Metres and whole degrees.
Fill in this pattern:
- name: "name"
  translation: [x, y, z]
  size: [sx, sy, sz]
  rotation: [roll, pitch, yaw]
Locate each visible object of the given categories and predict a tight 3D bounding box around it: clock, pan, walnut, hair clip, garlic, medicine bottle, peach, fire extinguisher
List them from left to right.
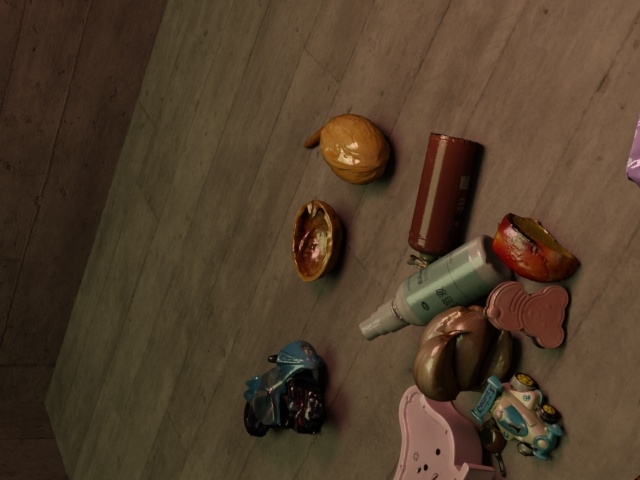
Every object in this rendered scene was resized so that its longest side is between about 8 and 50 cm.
- name: "walnut"
  translation: [0.001, 0.002, 2.339]
  size: [0.167, 0.087, 0.211]
  rotation: [17, 102, 49]
- name: "walnut"
  translation: [0.083, -0.218, 2.194]
  size: [0.207, 0.159, 0.159]
  rotation: [45, 122, 50]
- name: "clock"
  translation: [0.218, 0.470, 1.921]
  size: [0.290, 0.080, 0.275]
  rotation: [-59, 32, 29]
- name: "medicine bottle"
  translation: [0.223, 0.115, 1.897]
  size: [0.351, 0.110, 0.110]
  rotation: [-33, 57, 31]
- name: "fire extinguisher"
  translation: [0.269, -0.052, 1.950]
  size: [0.147, 0.106, 0.337]
  rotation: [15, 100, 31]
- name: "garlic"
  translation: [0.266, 0.217, 1.811]
  size: [0.160, 0.214, 0.191]
  rotation: [-144, 54, -63]
- name: "pan"
  translation: [0.344, 0.413, 1.827]
  size: [0.068, 0.023, 0.115]
  rotation: [-40, 53, 46]
- name: "hair clip"
  translation: [0.385, 0.132, 1.709]
  size: [0.102, 0.138, 0.123]
  rotation: [12, 89, 51]
- name: "peach"
  translation: [0.399, 0.025, 1.741]
  size: [0.172, 0.127, 0.092]
  rotation: [42, 114, 21]

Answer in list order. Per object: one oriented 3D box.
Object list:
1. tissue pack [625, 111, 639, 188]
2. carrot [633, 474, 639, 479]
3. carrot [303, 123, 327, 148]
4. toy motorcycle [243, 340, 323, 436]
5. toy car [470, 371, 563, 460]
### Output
- name: "tissue pack"
  translation: [0.635, -0.095, 1.271]
  size: [0.338, 0.242, 0.160]
  rotation: [30, 113, 54]
- name: "carrot"
  translation: [0.519, 0.467, 1.528]
  size: [0.069, 0.068, 0.229]
  rotation: [52, 129, 46]
- name: "carrot"
  translation: [0.008, -0.279, 2.420]
  size: [0.190, 0.037, 0.037]
  rotation: [-24, 66, 57]
- name: "toy motorcycle"
  translation: [-0.095, 0.390, 2.385]
  size: [0.416, 0.172, 0.232]
  rotation: [152, 124, -61]
- name: "toy car"
  translation: [0.369, 0.339, 1.735]
  size: [0.161, 0.098, 0.126]
  rotation: [55, 131, 46]
